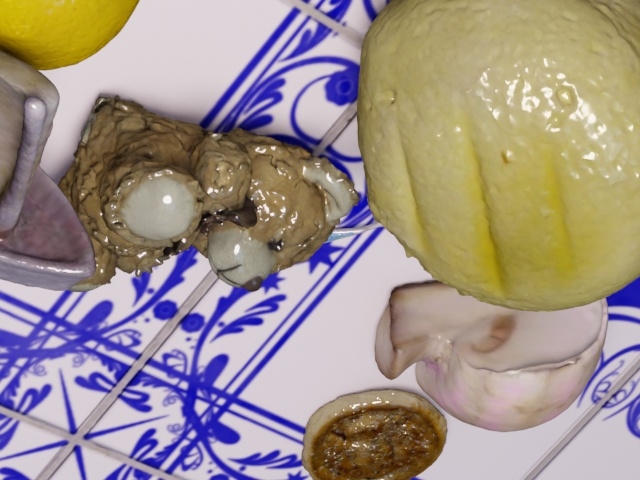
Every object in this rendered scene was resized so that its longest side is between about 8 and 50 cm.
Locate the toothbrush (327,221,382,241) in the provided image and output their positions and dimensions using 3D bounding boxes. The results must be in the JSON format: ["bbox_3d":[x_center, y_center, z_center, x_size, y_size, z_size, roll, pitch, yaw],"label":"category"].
[{"bbox_3d":[0.000,0.000,1.843,0.162,0.017,0.014,-19,124,-7],"label":"toothbrush"}]

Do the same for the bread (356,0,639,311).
[{"bbox_3d":[0.174,-0.093,1.664,0.320,0.237,0.320,6,129,7],"label":"bread"}]

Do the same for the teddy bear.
[{"bbox_3d":[-0.103,-0.031,1.695,0.256,0.156,0.267,16,158,-29],"label":"teddy bear"}]

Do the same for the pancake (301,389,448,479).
[{"bbox_3d":[0.056,0.213,2.012,0.158,0.028,0.158,-6,131,-6],"label":"pancake"}]

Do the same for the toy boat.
[{"bbox_3d":[-0.295,-0.093,1.524,0.111,0.276,0.293,-52,160,-30],"label":"toy boat"}]

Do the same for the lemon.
[{"bbox_3d":[-0.219,-0.222,1.480,0.178,0.178,0.203,-8,164,-15],"label":"lemon"}]

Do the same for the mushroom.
[{"bbox_3d":[0.180,0.141,1.923,0.236,0.162,0.173,-8,126,-13],"label":"mushroom"}]
